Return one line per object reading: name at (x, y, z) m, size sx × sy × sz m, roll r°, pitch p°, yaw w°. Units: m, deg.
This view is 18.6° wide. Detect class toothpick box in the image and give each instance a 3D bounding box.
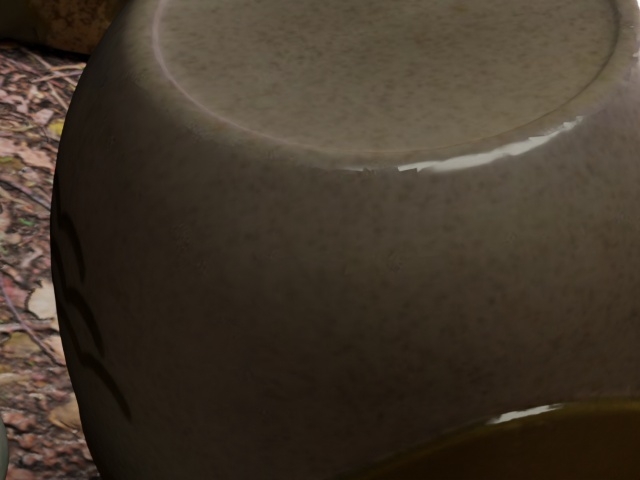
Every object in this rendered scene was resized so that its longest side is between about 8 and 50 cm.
toothpick box at (0.048, 0.043, 1.186) m, size 0.409 × 0.425 × 0.409 m, roll -1°, pitch 38°, yaw 1°

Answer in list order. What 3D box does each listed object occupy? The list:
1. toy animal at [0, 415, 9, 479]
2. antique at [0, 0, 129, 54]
toy animal at (-0.166, 0.215, 0.986) m, size 0.196 × 0.241 × 0.367 m, roll -15°, pitch 45°, yaw -44°
antique at (-0.285, -0.255, 1.764) m, size 0.284 × 0.150 × 0.125 m, roll 16°, pitch 30°, yaw -19°
